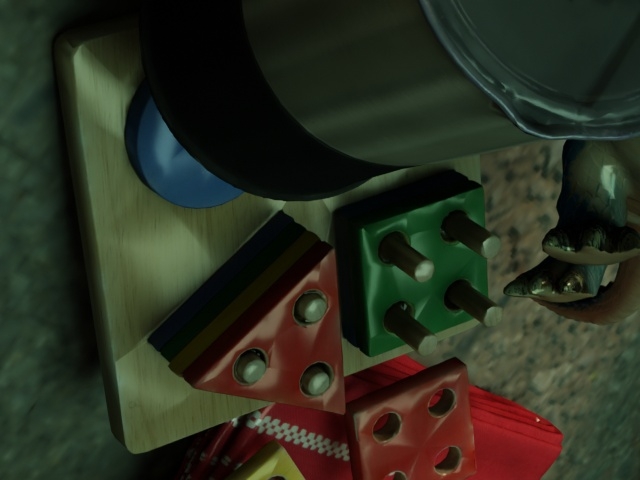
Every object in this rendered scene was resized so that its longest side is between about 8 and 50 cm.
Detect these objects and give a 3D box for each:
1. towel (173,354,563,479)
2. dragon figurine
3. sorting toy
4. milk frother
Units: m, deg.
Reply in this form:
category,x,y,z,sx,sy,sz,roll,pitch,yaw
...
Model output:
category,x,y,z,sx,sy,sz,roll,pitch,yaw
towel,-0.029,0.161,0.640,0.199,0.031,0.275,25,101,-50
dragon figurine,0.109,-0.051,0.520,0.289,0.085,0.144,59,40,-77
sorting toy,0.000,0.000,0.499,0.132,0.046,0.274,-18,121,-25
milk frother,-0.006,-0.079,0.368,0.143,0.135,0.129,2,84,-27
